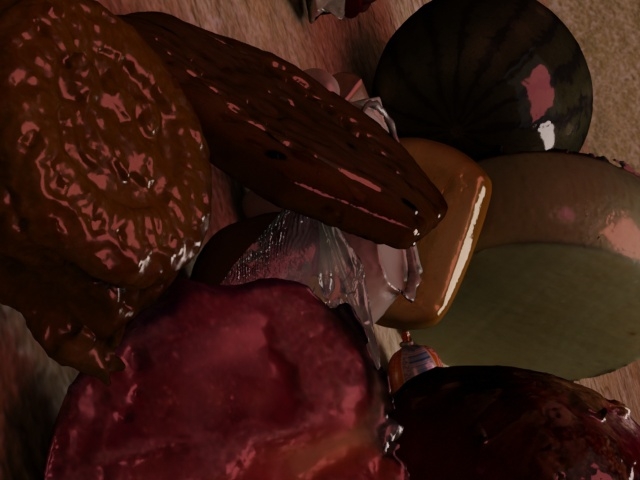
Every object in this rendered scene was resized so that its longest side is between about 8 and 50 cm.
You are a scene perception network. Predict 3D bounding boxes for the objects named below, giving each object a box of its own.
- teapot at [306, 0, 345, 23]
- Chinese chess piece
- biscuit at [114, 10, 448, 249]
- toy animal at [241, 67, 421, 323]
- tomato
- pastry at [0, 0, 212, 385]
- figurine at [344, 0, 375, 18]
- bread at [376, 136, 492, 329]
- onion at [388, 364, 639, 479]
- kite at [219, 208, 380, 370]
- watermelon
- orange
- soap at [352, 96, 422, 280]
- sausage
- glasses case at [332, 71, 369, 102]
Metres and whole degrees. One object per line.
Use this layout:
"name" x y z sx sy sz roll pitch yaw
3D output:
"teapot" 0.016 -0.378 2.225 0.221 0.163 0.178 52 23 -51
"Chinese chess piece" 0.260 0.035 2.349 0.349 0.349 0.146 55 31 -48
"biscuit" -0.040 -0.104 1.711 0.359 0.046 0.359 30 16 -10
"toy animal" 0.003 -0.001 1.937 0.208 0.154 0.325 45 40 -47
"tomato" -0.083 0.204 1.465 0.335 0.290 0.176 67 -28 12
"pastry" -0.180 -0.057 1.377 0.240 0.132 0.235 41 31 -22
"figurine" 0.051 -0.326 2.440 0.071 0.067 0.083 -46 139 -46
"bread" 0.101 -0.005 2.180 0.098 0.147 0.217 63 51 -77
"onion" 0.185 0.321 2.089 0.385 0.348 0.348 -66 165 10
"kite" -0.071 0.109 1.626 0.360 0.022 0.204 -37 115 -42
"watermelon" 0.206 -0.182 2.470 0.359 0.279 0.279 -65 138 -71
"orange" -0.063 0.042 1.745 0.112 0.160 0.170 38 17 7
"soap" 0.027 -0.045 2.085 0.066 0.119 0.198 -15 91 -72
"sausage" 0.129 0.218 2.281 0.071 0.071 0.234 -31 107 -71
"glasses case" 0.022 -0.090 2.214 0.102 0.070 0.193 -54 139 -27
